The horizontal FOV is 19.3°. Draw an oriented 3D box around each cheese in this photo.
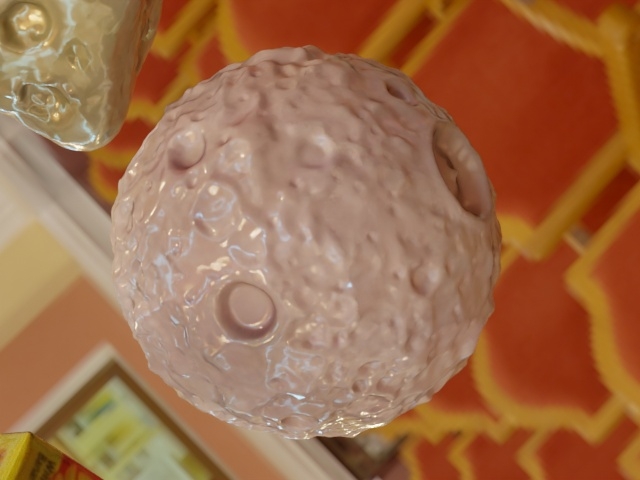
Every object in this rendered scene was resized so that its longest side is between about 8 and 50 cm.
[{"bbox_3d":[-0.208,-0.197,1.605,0.174,0.251,0.248,-92,-21,-50],"label":"cheese"}]

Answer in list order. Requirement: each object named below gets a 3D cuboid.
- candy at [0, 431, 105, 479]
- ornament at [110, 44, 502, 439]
[{"bbox_3d":[-0.183,0.280,1.504,0.088,0.146,0.276,-13,136,44],"label":"candy"},{"bbox_3d":[0.000,0.000,1.213,0.259,0.225,0.259,38,-142,-37],"label":"ornament"}]
